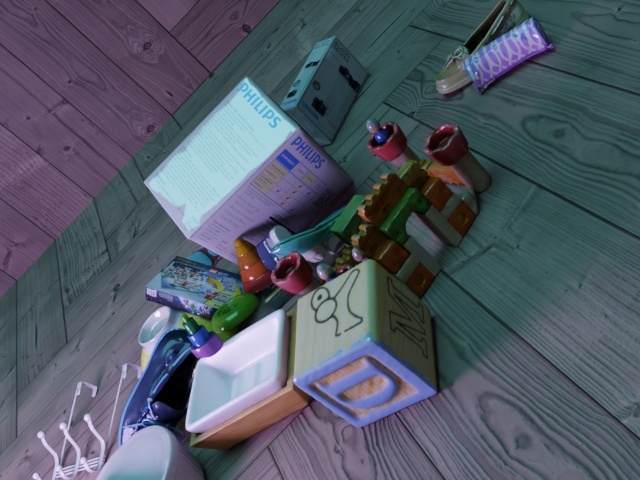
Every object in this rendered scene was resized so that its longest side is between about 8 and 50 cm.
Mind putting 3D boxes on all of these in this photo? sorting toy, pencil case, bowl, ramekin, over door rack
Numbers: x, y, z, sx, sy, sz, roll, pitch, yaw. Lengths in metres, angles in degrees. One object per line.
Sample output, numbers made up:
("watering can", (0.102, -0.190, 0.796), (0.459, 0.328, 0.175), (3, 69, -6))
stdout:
("sorting toy", (-0.214, 0.113, 1.943), (0.127, 0.126, 0.365), (-21, 22, 37))
("pencil case", (0.432, -0.432, 1.973), (0.206, 0.086, 0.088), (-32, 66, 31))
("bowl", (-0.358, 0.252, 2.114), (0.289, 0.156, 0.289), (-33, 31, 23))
("ramekin", (-0.361, 0.538, 1.783), (0.273, 0.127, 0.273), (-34, 30, 23))
("over door rack", (-0.633, 0.477, 2.259), (0.239, 0.108, 0.324), (-24, 36, 36))

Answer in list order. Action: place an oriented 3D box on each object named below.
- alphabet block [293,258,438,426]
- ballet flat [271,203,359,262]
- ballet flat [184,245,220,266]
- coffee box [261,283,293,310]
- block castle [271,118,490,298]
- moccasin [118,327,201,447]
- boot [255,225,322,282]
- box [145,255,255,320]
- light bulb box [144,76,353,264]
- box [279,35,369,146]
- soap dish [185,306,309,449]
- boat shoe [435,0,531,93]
("alphabet block", (0.080, 0.188, 1.538), (0.192, 0.193, 0.197), (-29, 36, 27))
("ballet flat", (0.000, 0.000, 1.941), (0.247, 0.087, 0.083), (-29, 3, -34))
("ballet flat", (-0.325, 0.039, 2.444), (0.221, 0.077, 0.079), (-45, 9, -5))
("coffee box", (-0.102, 0.085, 2.092), (0.113, 0.040, 0.184), (-42, 28, 8))
("block castle", (0.116, -0.047, 1.779), (0.453, 0.213, 0.303), (-54, 29, -13))
("moccasin", (-0.363, 0.369, 1.925), (0.117, 0.137, 0.342), (17, 91, 43))
("boot", (-0.072, 0.063, 1.976), (0.069, 0.190, 0.086), (-18, -20, -50))
("box", (-0.296, 0.123, 2.115), (0.233, 0.044, 0.159), (16, 32, 16))
("light bulb box", (-0.168, -0.148, 2.098), (0.361, 0.358, 0.225), (-44, 63, 5))
("box", (0.010, -0.432, 2.464), (0.087, 0.169, 0.290), (-10, 45, 49))
("soap dish", (-0.144, 0.299, 1.797), (0.291, 0.118, 0.229), (-33, 31, 25))
("boat shoe", (0.384, -0.481, 2.090), (0.285, 0.089, 0.104), (-44, 29, 8))
